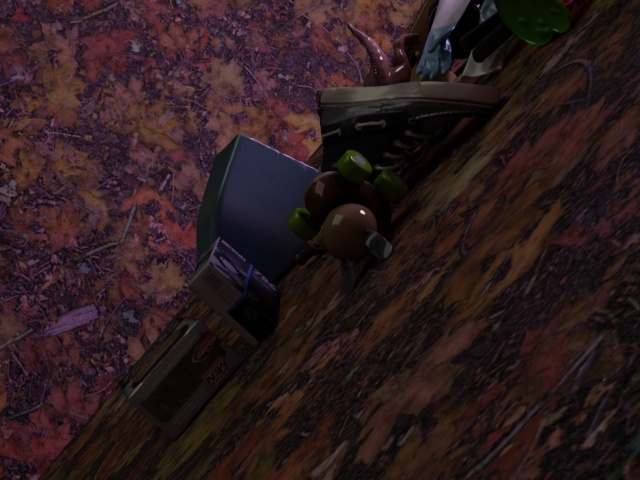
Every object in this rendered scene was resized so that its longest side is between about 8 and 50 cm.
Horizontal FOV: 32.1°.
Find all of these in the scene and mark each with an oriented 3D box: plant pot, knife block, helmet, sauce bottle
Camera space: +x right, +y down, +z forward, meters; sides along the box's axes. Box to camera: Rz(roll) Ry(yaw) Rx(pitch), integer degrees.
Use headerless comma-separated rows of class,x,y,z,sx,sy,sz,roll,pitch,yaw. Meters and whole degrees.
plant pot,-0.138,-0.042,2.365,0.252,0.247,0.248,-67,12,-14
knife block,0.225,-0.451,2.399,0.242,0.275,0.088,-17,13,6
plant pot,0.221,-0.318,2.325,0.081,0.081,0.083,-38,23,52
helmet,0.299,-0.451,2.243,0.169,0.169,0.161,-51,24,-22
sauce bottle,0.000,0.000,2.092,0.128,0.042,0.042,-46,8,26

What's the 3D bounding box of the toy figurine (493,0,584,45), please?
toy figurine,0.391,-0.410,1.786,0.159,0.130,0.173,-40,27,-15

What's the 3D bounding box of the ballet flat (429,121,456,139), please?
ballet flat,0.228,-0.220,1.950,0.114,0.041,0.041,-46,8,6

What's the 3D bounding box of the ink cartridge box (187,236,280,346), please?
ink cartridge box,-0.154,0.083,2.065,0.065,0.165,0.332,-47,9,6

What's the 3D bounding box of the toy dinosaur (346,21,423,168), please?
toy dinosaur,0.122,-0.244,1.985,0.127,0.295,0.200,-3,38,35

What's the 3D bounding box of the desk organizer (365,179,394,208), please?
desk organizer,0.092,-0.074,1.902,0.047,0.050,0.130,-46,8,12

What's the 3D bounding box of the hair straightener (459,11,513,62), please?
hair straightener,0.363,-0.387,1.965,0.230,0.047,0.089,-33,50,0

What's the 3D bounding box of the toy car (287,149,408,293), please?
toy car,0.056,-0.011,1.665,0.155,0.149,0.188,-48,35,24

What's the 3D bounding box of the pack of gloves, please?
pack of gloves,0.268,-0.401,2.063,0.195,0.046,0.232,-6,55,41

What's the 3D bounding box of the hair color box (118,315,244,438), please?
hair color box,-0.270,0.246,2.082,0.185,0.113,0.374,-49,8,-11

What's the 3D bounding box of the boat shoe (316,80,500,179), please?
boat shoe,0.141,-0.176,1.832,0.341,0.158,0.127,3,2,41
